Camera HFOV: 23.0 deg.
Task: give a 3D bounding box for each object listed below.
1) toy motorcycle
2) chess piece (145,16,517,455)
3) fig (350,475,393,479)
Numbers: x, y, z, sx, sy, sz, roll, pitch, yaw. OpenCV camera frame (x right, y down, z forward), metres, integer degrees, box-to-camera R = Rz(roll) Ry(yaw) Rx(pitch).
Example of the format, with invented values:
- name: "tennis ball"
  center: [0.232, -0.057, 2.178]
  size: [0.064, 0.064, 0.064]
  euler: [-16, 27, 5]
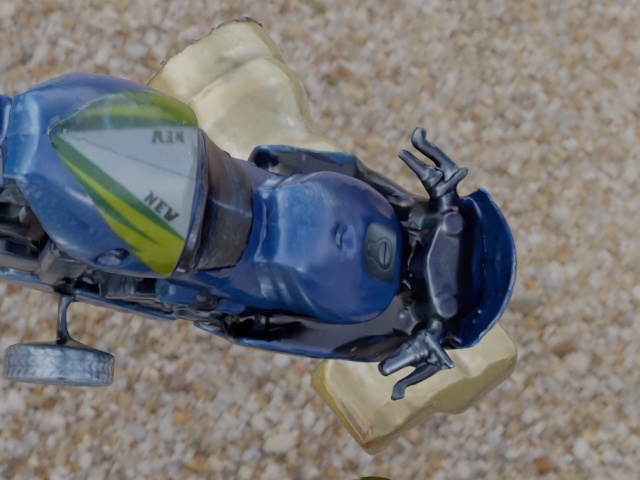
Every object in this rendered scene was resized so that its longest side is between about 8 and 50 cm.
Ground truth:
- name: "toy motorcycle"
  center: [-0.028, 0.000, 0.468]
  size: [0.254, 0.136, 0.092]
  euler: [19, 73, -57]
- name: "chess piece"
  center: [0.000, 0.000, 1.051]
  size: [0.137, 0.137, 0.301]
  euler: [-26, 67, -41]
- name: "fig"
  center: [-0.005, 0.168, 0.581]
  size: [0.166, 0.144, 0.154]
  euler: [-3, 94, -16]
